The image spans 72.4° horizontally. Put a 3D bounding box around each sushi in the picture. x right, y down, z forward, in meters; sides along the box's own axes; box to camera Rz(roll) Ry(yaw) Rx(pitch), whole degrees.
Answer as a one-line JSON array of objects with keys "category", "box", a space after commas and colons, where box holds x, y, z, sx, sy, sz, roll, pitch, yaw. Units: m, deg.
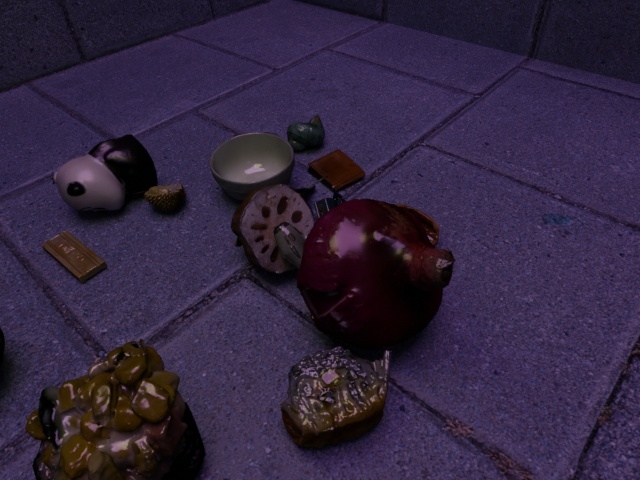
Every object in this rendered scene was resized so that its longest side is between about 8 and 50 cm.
[{"category": "sushi", "box": [0.042, 0.352, 1.000, 0.273, 0.140, 0.184, -12, 47, -14]}, {"category": "sushi", "box": [-0.424, 0.389, 0.880, 0.328, 0.285, 0.328, -25, 48, -20]}]

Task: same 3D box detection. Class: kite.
[{"category": "kite", "box": [-0.086, -0.159, 1.533, 0.267, 0.013, 0.323, -30, 2, 14]}]

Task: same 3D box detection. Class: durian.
[{"category": "durian", "box": [-0.564, -0.163, 1.602, 0.146, 0.103, 0.208, -7, 21, -8]}]

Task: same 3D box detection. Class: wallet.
[{"category": "wallet", "box": [0.062, -0.273, 1.720, 0.160, 0.042, 0.195, -30, 52, -20]}]

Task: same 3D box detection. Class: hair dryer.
[{"category": "hair dryer", "box": [-0.005, 0.033, 1.265, 0.224, 0.219, 0.088, -15, 10, 1]}]

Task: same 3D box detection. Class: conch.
[{"category": "conch", "box": [-0.063, -0.453, 1.854, 0.188, 0.122, 0.176, -22, 27, -22]}]

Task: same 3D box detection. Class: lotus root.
[{"category": "lotus root", "box": [-0.164, -0.033, 1.355, 0.192, 0.272, 0.272, -3, 32, 49]}]

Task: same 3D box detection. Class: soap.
[{"category": "soap", "box": [-0.807, 0.048, 1.427, 0.252, 0.037, 0.092, 28, 51, 28]}]

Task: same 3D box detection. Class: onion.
[{"category": "onion", "box": [0.172, 0.062, 1.066, 0.398, 0.420, 0.399, 11, 67, -28]}]

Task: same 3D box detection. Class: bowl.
[{"category": "bowl", "box": [-0.245, -0.254, 1.623, 0.306, 0.163, 0.307, -1, 45, 1]}]

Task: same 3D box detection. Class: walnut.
[{"category": "walnut", "box": [0.280, -0.029, 1.417, 0.211, 0.087, 0.167, 37, 55, 21]}]

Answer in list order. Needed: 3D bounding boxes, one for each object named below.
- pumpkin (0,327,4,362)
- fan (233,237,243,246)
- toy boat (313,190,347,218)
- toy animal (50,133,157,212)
[{"category": "pumpkin", "box": [-0.917, 0.299, 1.039, 0.315, 0.239, 0.315, -15, 43, 14]}, {"category": "fan", "box": [-0.252, 0.005, 1.469, 0.080, 0.003, 0.060, 20, 49, 23]}, {"category": "toy boat", "box": [0.058, 0.009, 1.341, 0.114, 0.122, 0.296, 2, 66, -40]}, {"category": "toy animal", "box": [-0.786, -0.232, 1.588, 0.250, 0.251, 0.310, 28, 45, 28]}]
